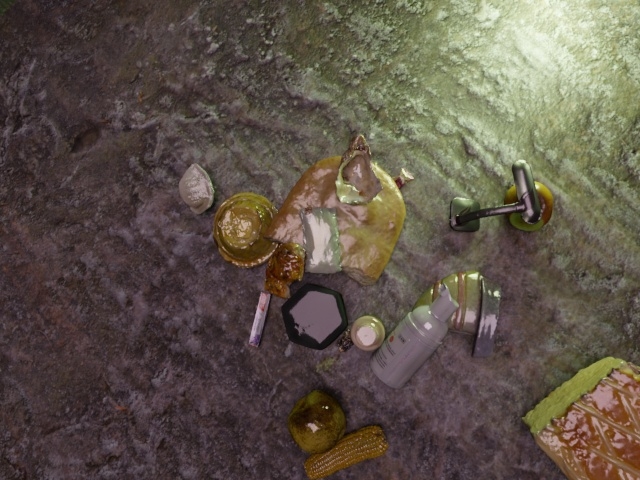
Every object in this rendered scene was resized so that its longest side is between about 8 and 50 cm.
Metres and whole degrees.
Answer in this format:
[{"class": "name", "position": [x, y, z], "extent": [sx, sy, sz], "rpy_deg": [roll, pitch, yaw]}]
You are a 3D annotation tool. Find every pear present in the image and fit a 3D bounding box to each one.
[{"class": "pear", "position": [-0.007, 0.612, 1.479], "extent": [0.197, 0.197, 0.197], "rpy_deg": [-1, 83, 9]}]

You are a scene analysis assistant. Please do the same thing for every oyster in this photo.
[{"class": "oyster", "position": [0.092, 0.362, 1.578], "extent": [0.054, 0.019, 0.083], "rpy_deg": [34, 89, 11]}, {"class": "oyster", "position": [0.124, -0.237, 1.515], "extent": [0.161, 0.107, 0.233], "rpy_deg": [3, 85, -13]}]

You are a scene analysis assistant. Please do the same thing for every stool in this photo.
[{"class": "stool", "position": [-0.015, 0.264, 1.546], "extent": [0.232, 0.141, 0.232], "rpy_deg": [-1, 82, 9]}]

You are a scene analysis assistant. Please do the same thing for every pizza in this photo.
[{"class": "pizza", "position": [-0.137, 0.107, 1.532], "extent": [0.085, 0.305, 0.161], "rpy_deg": [-3, 57, -32]}]

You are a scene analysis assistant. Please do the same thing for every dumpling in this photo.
[{"class": "dumpling", "position": [-0.464, -0.192, 1.697], "extent": [0.150, 0.092, 0.177], "rpy_deg": [21, 88, 14]}]

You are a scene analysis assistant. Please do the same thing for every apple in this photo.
[{"class": "apple", "position": [0.690, -0.117, 1.477], "extent": [0.146, 0.147, 0.163], "rpy_deg": [6, 86, 10]}]

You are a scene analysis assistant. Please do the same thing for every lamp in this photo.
[{"class": "lamp", "position": [0.554, -0.141, 1.451], "extent": [0.124, 0.283, 0.203], "rpy_deg": [8, 80, -28]}]

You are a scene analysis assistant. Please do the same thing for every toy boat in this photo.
[{"class": "toy boat", "position": [0.477, 0.223, 1.496], "extent": [0.293, 0.111, 0.276], "rpy_deg": [25, 80, 21]}]

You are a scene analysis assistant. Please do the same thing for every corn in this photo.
[{"class": "corn", "position": [0.080, 0.717, 1.498], "extent": [0.312, 0.102, 0.102], "rpy_deg": [-24, 80, 7]}]

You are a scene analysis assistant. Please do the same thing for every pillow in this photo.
[{"class": "pillow", "position": [0.000, 0.000, 1.492], "extent": [0.128, 0.051, 0.229], "rpy_deg": [-5, 87, -3]}]

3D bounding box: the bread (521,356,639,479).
[{"class": "bread", "position": [0.868, 0.580, 1.298], "extent": [0.371, 0.279, 0.390], "rpy_deg": [-43, 79, 4]}]

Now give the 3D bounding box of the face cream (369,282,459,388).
[{"class": "face cream", "position": [0.323, 0.303, 1.432], "extent": [0.145, 0.145, 0.370], "rpy_deg": [41, 109, 11]}]

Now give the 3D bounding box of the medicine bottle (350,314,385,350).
[{"class": "medicine bottle", "position": [0.156, 0.304, 1.457], "extent": [0.114, 0.252, 0.114], "rpy_deg": [-1, 83, 8]}]

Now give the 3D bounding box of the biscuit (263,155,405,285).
[{"class": "biscuit", "position": [0.090, -0.086, 1.572], "extent": [0.429, 0.104, 0.446], "rpy_deg": [32, 84, 6]}]

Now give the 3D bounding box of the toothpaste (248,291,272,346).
[{"class": "toothpaste", "position": [-0.223, 0.288, 1.629], "extent": [0.047, 0.040, 0.196], "rpy_deg": [13, 85, 8]}]

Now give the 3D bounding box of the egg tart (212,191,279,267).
[{"class": "egg tart", "position": [-0.282, -0.042, 1.642], "extent": [0.290, 0.115, 0.290], "rpy_deg": [-1, 83, 11]}]

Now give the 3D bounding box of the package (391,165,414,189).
[{"class": "package", "position": [0.291, -0.222, 1.614], "extent": [0.083, 0.029, 0.059], "rpy_deg": [-40, 85, 14]}]
